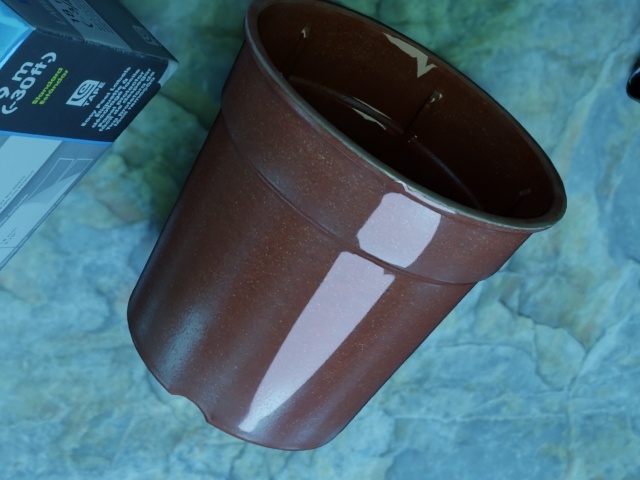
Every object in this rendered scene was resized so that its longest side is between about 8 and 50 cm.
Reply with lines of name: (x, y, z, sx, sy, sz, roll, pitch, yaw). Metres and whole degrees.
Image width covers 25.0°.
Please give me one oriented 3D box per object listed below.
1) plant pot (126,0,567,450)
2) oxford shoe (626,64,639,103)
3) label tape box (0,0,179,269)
plant pot: (0.000, 0.000, 1.095, 0.272, 0.272, 0.265, 24, 117, -19)
oxford shoe: (0.317, -0.138, 1.079, 0.098, 0.271, 0.097, 11, 73, -10)
label tape box: (-0.268, -0.080, 0.965, 0.106, 0.333, 0.241, 46, 104, 12)
